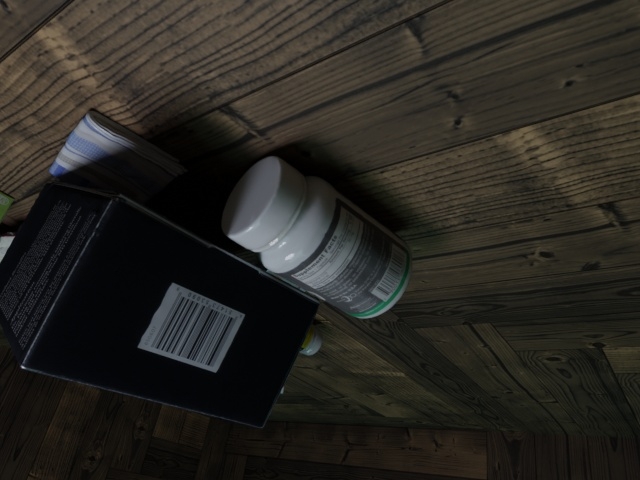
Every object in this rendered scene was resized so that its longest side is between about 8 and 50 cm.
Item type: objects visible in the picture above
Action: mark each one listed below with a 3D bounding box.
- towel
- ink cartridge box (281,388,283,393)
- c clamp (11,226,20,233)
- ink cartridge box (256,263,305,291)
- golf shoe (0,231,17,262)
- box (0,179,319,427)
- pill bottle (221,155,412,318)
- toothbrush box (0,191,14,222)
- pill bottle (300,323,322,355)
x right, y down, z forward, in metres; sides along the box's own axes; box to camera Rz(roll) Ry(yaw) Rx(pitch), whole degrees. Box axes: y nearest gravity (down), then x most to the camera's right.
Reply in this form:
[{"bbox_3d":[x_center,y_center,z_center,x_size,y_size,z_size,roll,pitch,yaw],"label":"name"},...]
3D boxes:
[{"bbox_3d":[-0.435,-0.147,1.012,0.209,0.034,0.285,32,144,-31],"label":"towel"},{"bbox_3d":[-0.251,0.373,1.508,0.306,0.131,0.226,12,151,-1],"label":"ink cartridge box"},{"bbox_3d":[-0.823,0.000,1.403,0.161,0.022,0.137,-13,136,35],"label":"c clamp"},{"bbox_3d":[-0.081,0.096,1.306,0.145,0.045,0.179,30,147,-32],"label":"ink cartridge box"},{"bbox_3d":[-0.878,0.048,1.334,0.306,0.140,0.115,-3,-175,27],"label":"golf shoe"},{"bbox_3d":[-0.353,0.119,1.005,0.480,0.297,0.472,33,168,-39],"label":"box"},{"bbox_3d":[0.000,0.000,0.954,0.204,0.204,0.361,-20,138,42],"label":"pill bottle"},{"bbox_3d":[-0.947,-0.105,1.161,0.206,0.122,0.283,-13,141,35],"label":"toothbrush box"},{"bbox_3d":[-0.094,0.296,1.577,0.119,0.119,0.208,-17,141,39],"label":"pill bottle"}]
